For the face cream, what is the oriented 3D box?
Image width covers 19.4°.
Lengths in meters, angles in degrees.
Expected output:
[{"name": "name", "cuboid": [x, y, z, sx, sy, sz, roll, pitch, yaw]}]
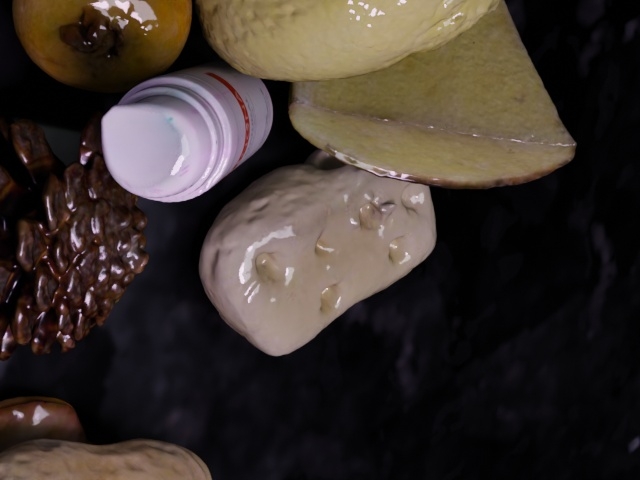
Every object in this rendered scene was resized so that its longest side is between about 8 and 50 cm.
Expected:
[{"name": "face cream", "cuboid": [-0.108, -0.091, 1.540, 0.345, 0.102, 0.102, -59, 159, -79]}]

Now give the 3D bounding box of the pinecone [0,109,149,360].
[{"name": "pinecone", "cuboid": [-0.246, -0.003, 1.524, 0.202, 0.201, 0.229, 70, 20, -6]}]

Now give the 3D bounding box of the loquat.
[{"name": "loquat", "cuboid": [-0.181, -0.193, 1.550, 0.137, 0.163, 0.163, -39, 139, 25]}]

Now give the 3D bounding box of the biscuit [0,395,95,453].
[{"name": "biscuit", "cuboid": [-0.329, 0.236, 1.631, 0.299, 0.045, 0.154, -30, 123, -30]}]

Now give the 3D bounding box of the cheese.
[{"name": "cheese", "cuboid": [0.001, 0.000, 1.813, 0.263, 0.093, 0.159, -31, 121, -30]}]

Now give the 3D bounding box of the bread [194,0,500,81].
[{"name": "bread", "cuboid": [0.030, -0.261, 1.595, 0.320, 0.320, 0.237, -15, 107, -38]}]

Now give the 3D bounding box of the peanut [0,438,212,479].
[{"name": "peanut", "cuboid": [-0.199, 0.221, 1.634, 0.263, 0.117, 0.101, 8, 79, -39]}]

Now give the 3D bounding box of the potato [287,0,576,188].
[{"name": "potato", "cuboid": [0.112, -0.189, 1.794, 0.112, 0.269, 0.255, 107, -7, -63]}]
